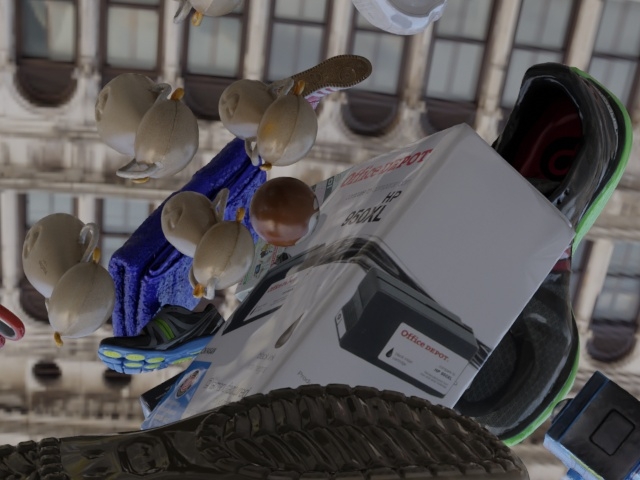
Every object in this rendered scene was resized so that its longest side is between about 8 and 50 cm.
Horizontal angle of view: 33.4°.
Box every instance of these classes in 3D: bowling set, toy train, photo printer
[{"bbox_3d":[-0.061,-0.052,0.726,0.199,0.287,0.154,20,-172,-26],"label":"bowling set"},{"bbox_3d":[0.244,0.175,0.771,0.184,0.080,0.105,39,175,20],"label":"toy train"},{"bbox_3d":[0.053,-0.412,1.428,0.107,0.308,0.256,-38,-168,0],"label":"photo printer"}]

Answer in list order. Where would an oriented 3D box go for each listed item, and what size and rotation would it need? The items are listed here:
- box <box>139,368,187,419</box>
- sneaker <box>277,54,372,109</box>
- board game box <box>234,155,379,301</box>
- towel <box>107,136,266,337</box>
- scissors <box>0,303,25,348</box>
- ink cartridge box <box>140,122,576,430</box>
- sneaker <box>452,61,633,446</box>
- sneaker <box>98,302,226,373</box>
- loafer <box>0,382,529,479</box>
[{"bbox_3d":[-0.159,0.416,1.915,0.182,0.296,0.294,-28,-127,-20],"label":"box"},{"bbox_3d":[0.006,-0.191,1.304,0.118,0.042,0.067,-17,174,1],"label":"sneaker"},{"bbox_3d":[0.000,0.000,1.980,0.303,0.097,0.224,-21,-142,33],"label":"board game box"},{"bbox_3d":[-0.181,0.018,1.532,0.076,0.228,0.308,25,-132,19],"label":"towel"},{"bbox_3d":[-0.521,0.051,1.391,0.297,0.109,0.021,37,-130,-12],"label":"scissors"},{"bbox_3d":[0.028,0.094,1.072,0.395,0.166,0.285,-51,-166,-17],"label":"ink cartridge box"},{"bbox_3d":[0.225,0.005,1.261,0.185,0.483,0.202,4,159,38],"label":"sneaker"},{"bbox_3d":[-0.212,0.127,1.424,0.188,0.067,0.078,-12,-112,-33],"label":"sneaker"},{"bbox_3d":[-0.043,0.126,0.452,0.268,0.092,0.102,-4,-164,-11],"label":"loafer"}]
